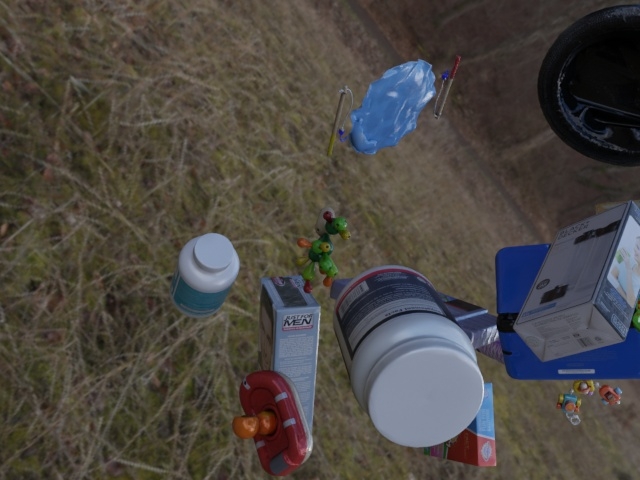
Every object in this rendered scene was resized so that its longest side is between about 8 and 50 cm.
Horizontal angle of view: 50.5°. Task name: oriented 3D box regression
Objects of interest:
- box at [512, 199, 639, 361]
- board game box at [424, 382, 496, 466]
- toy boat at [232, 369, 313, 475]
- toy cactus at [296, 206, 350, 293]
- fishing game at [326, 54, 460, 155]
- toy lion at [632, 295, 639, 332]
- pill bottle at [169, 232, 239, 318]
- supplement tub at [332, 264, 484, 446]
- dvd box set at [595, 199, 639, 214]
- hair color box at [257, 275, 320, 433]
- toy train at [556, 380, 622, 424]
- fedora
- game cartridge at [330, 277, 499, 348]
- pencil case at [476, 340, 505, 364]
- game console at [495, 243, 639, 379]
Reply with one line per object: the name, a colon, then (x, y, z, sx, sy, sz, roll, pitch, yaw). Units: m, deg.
box: (0.470, 0.068, 1.195, 0.087, 0.169, 0.290, 48, 51, -9)
board game box: (0.428, 0.567, 2.134, 0.064, 0.316, 0.242, 4, 78, -21)
toy boat: (-0.126, 0.396, 1.479, 0.151, 0.151, 0.231, 9, 47, -42)
toy cactus: (0.000, 0.000, 1.517, 0.112, 0.219, 0.180, 10, 46, -6)
fishing game: (0.118, -0.225, 1.141, 0.041, 0.264, 0.189, 49, -32, 29)
toy lion: (0.616, 0.133, 1.244, 0.034, 0.100, 0.096, 63, -7, -32)
pill bottle: (-0.282, 0.082, 1.659, 0.146, 0.264, 0.146, 9, 61, -16)
supplement tub: (0.130, 0.171, 1.066, 0.191, 0.191, 0.272, 48, 8, -22)
dvd box set: (0.926, -0.068, 1.821, 0.420, 0.308, 0.062, -27, 112, -74)
hair color box: (-0.087, 0.295, 1.707, 0.185, 0.114, 0.374, -128, -141, -62)
toy train: (0.727, 0.438, 1.844, 0.125, 0.166, 0.046, 46, 20, -3)
fedora: (0.591, -0.308, 1.304, 0.334, 0.334, 0.152, 50, 34, -14)
game cartridge: (0.228, 0.153, 1.553, 0.355, 0.068, 0.230, 19, 15, 32)
pencil case: (0.545, 0.322, 2.041, 0.088, 0.086, 0.206, 56, -10, -10)
game console: (0.532, 0.151, 1.439, 0.173, 0.293, 0.250, -66, 143, -49)
